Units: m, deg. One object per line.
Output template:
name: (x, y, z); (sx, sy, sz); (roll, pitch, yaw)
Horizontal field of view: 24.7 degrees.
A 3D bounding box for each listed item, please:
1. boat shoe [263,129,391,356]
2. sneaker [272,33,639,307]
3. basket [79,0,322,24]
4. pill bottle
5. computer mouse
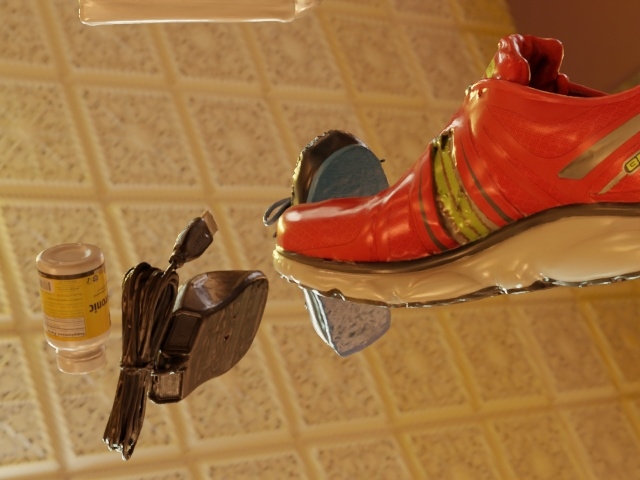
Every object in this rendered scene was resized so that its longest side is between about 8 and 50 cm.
boat shoe: (0.000, 0.000, 1.243); (0.109, 0.258, 0.089); (-22, -129, -20)
sneaker: (0.089, -0.035, 0.684); (0.107, 0.279, 0.118); (-7, -92, -49)
basket: (-0.089, -0.220, 1.094); (0.113, 0.167, 0.103); (-54, -37, -70)
pill bottle: (-0.235, 0.066, 1.401); (0.065, 0.065, 0.116); (-31, -54, -50)
computer mouse: (-0.112, 0.048, 1.205); (0.060, 0.184, 0.262); (20, -155, 16)
